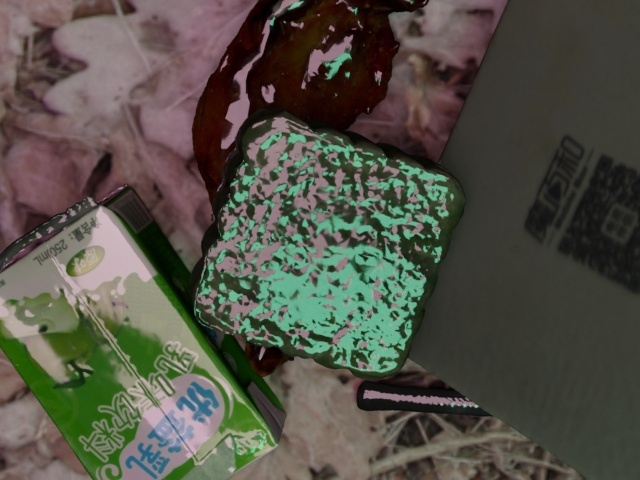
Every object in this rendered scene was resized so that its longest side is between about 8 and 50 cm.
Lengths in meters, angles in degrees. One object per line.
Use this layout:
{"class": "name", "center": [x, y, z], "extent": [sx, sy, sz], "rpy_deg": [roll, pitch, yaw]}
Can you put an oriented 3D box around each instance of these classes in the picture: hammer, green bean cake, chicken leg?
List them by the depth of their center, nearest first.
{"class": "green bean cake", "center": [0.000, 0.000, 1.077], "extent": [0.185, 0.094, 0.183], "rpy_deg": [17, 100, -16]}
{"class": "chicken leg", "center": [-0.032, -0.082, 1.146], "extent": [0.157, 0.096, 0.407], "rpy_deg": [11, 103, -17]}
{"class": "hammer", "center": [0.155, 0.141, 1.198], "extent": [0.246, 0.029, 0.103], "rpy_deg": [5, 100, 4]}

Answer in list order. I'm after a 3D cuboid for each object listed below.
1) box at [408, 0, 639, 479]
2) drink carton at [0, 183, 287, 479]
{"class": "box", "center": [0.243, -0.011, 1.037], "extent": [0.373, 0.090, 0.367], "rpy_deg": [33, 104, 42]}
{"class": "drink carton", "center": [-0.169, 0.101, 1.171], "extent": [0.161, 0.108, 0.271], "rpy_deg": [-34, 95, 8]}
